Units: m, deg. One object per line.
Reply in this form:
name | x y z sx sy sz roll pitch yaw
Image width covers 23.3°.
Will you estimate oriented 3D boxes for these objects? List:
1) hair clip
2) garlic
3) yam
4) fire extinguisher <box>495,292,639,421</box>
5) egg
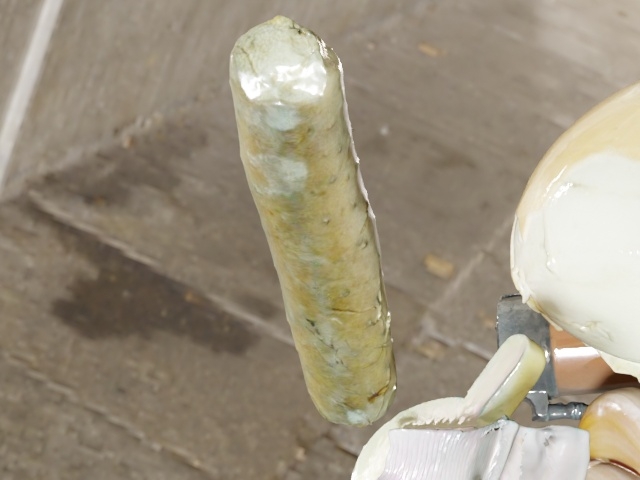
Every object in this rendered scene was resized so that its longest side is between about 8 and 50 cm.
hair clip | 0.082 0.128 0.921 0.071 0.159 0.218 28 -19 -18
garlic | 0.327 0.259 1.527 0.160 0.214 0.191 10 18 -31
yam | 0.000 0.000 0.954 0.071 0.317 0.067 -11 46 1
fire extinguisher | 0.378 0.130 1.621 0.376 0.200 0.113 -7 -2 14
egg | 0.253 -0.019 1.069 0.201 0.201 0.244 36 68 28
